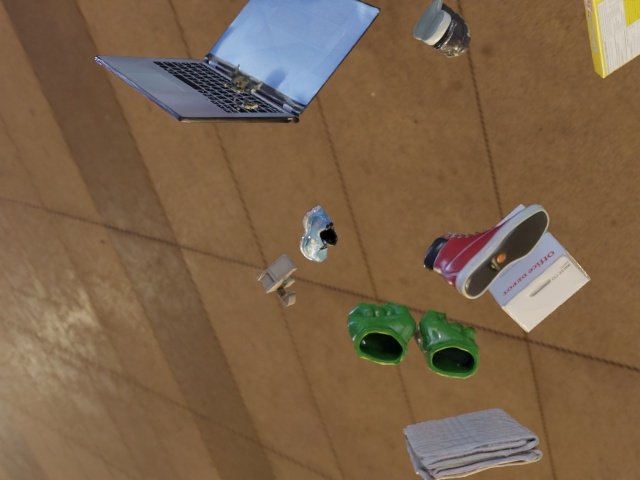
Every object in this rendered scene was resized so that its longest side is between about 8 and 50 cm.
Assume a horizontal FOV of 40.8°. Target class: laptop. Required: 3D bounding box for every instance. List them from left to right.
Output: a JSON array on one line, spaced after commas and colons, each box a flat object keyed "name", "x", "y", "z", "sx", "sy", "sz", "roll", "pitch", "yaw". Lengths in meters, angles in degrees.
[{"name": "laptop", "x": -0.173, "y": -0.405, "z": 1.712, "sx": 0.382, "sy": 0.408, "sz": 0.236, "roll": 36, "pitch": 123, "yaw": 44}]

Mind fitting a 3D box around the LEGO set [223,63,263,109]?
[{"name": "LEGO set", "x": -0.109, "y": -0.208, "z": 1.197, "sx": 0.054, "sy": 0.083, "sz": 0.023, "roll": 10, "pitch": 143, "yaw": -2}]

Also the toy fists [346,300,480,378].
[{"name": "toy fists", "x": 0.189, "y": 0.191, "z": 1.741, "sx": 0.279, "sy": 0.142, "sz": 0.096, "roll": 11, "pitch": 106, "yaw": -7}]

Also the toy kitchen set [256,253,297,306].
[{"name": "toy kitchen set", "x": -0.053, "y": 0.069, "z": 1.549, "sx": 0.075, "sy": 0.083, "sz": 0.068, "roll": -42, "pitch": 77, "yaw": 24}]

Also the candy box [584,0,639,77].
[{"name": "candy box", "x": 0.385, "y": -0.310, "z": 1.089, "sx": 0.027, "sy": 0.105, "sz": 0.206, "roll": 59, "pitch": 180, "yaw": 42}]

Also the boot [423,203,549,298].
[{"name": "boot", "x": 0.328, "y": -0.006, "z": 1.747, "sx": 0.088, "sy": 0.244, "sz": 0.176, "roll": 56, "pitch": 171, "yaw": -33}]

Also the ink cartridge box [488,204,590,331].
[{"name": "ink cartridge box", "x": 0.494, "y": 0.063, "z": 2.082, "sx": 0.114, "sy": 0.197, "sz": 0.273, "roll": 42, "pitch": -167, "yaw": -25}]

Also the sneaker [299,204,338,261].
[{"name": "sneaker", "x": 0.000, "y": 0.000, "z": 1.840, "sx": 0.073, "sy": 0.063, "sz": 0.162, "roll": 41, "pitch": 154, "yaw": 26}]

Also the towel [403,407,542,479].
[{"name": "towel", "x": 0.236, "y": 0.326, "z": 1.384, "sx": 0.282, "sy": 0.187, "sz": 0.049, "roll": 57, "pitch": -158, "yaw": -88}]

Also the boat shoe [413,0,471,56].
[{"name": "boat shoe", "x": 0.217, "y": -0.374, "z": 1.532, "sx": 0.068, "sy": 0.228, "sz": 0.081, "roll": 31, "pitch": 111, "yaw": -12}]
